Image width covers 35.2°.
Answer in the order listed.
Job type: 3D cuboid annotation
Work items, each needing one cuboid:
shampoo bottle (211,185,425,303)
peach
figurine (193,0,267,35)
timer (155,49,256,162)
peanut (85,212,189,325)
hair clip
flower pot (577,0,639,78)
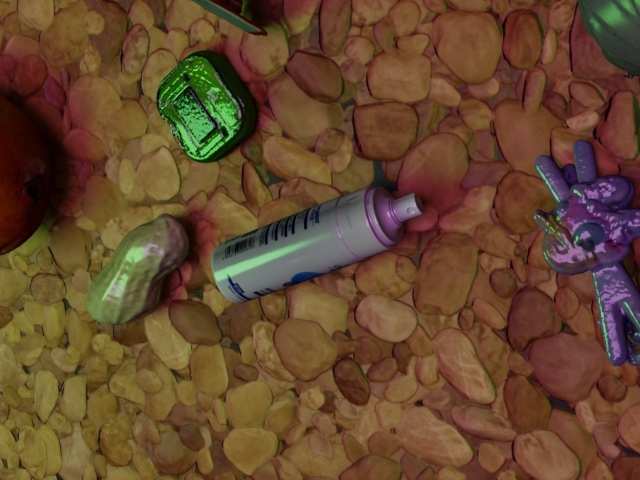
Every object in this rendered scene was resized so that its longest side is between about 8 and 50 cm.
[{"bbox_3d":[0.000,0.000,1.329,0.303,0.092,0.092,-20,91,28],"label":"shampoo bottle"},{"bbox_3d":[-0.531,-0.108,1.499,0.280,0.238,0.281,1,72,-2],"label":"peach"},{"bbox_3d":[-0.101,-0.398,1.253,0.183,0.160,0.226,28,96,-17],"label":"figurine"},{"bbox_3d":[-0.161,-0.183,1.395,0.128,0.047,0.140,-36,84,29],"label":"timer"},{"bbox_3d":[-0.265,0.046,1.473,0.099,0.090,0.214,50,119,23],"label":"peanut"},{"bbox_3d":[0.334,0.020,1.163,0.137,0.090,0.279,-22,90,20],"label":"hair clip"},{"bbox_3d":[0.360,-0.258,1.040,0.140,0.235,0.236,-22,90,52],"label":"flower pot"}]
